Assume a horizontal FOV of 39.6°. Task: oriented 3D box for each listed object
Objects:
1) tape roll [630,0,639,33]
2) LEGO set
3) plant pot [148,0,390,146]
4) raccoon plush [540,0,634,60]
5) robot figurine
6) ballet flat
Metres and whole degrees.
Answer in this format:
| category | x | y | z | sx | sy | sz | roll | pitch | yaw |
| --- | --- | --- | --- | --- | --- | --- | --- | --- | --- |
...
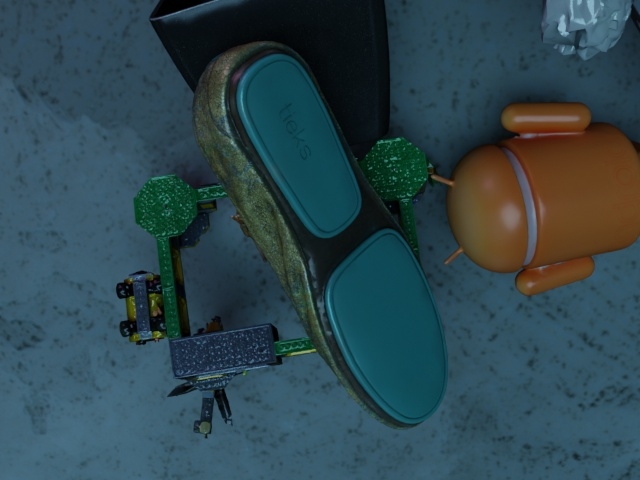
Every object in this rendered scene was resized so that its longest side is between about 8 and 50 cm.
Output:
| category | x | y | z | sx | sy | sz | roll | pitch | yaw |
| --- | --- | --- | --- | --- | --- | --- | --- | --- | --- |
| tape roll | 0.325 | -0.156 | 0.744 | 0.072 | 0.219 | 0.219 | -30 | 105 | 22 |
| LEGO set | -0.023 | 0.038 | 0.900 | 0.331 | 0.192 | 0.255 | -16 | 79 | 0 |
| plant pot | -0.022 | -0.175 | 0.800 | 0.187 | 0.188 | 0.167 | -14 | 120 | 9 |
| raccoon plush | 0.331 | -0.347 | 0.646 | 0.299 | 0.216 | 0.446 | 6 | 100 | 10 |
| robot figurine | 0.214 | -0.042 | 0.836 | 0.219 | 0.128 | 0.158 | -12 | 146 | -7 |
| ballet flat | 0.000 | 0.000 | 0.734 | 0.123 | 0.123 | 0.349 | -23 | 111 | 12 |
